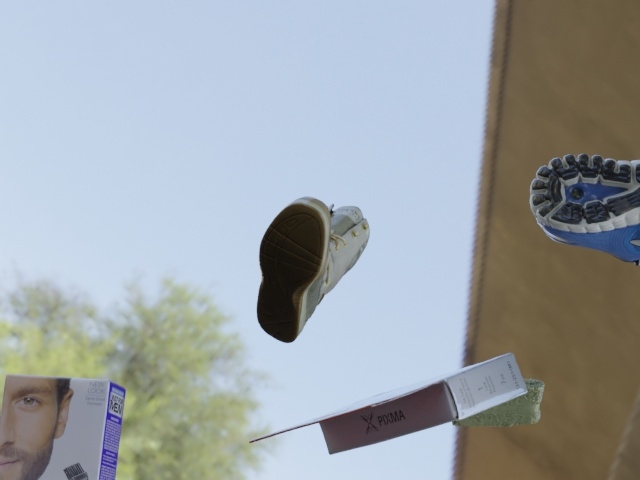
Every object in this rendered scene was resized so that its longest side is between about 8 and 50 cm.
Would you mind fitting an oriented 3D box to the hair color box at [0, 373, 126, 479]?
[{"bbox_3d":[-0.438,0.396,2.352,0.185,0.339,0.110,2,-15,9],"label":"hair color box"}]

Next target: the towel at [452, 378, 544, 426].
[{"bbox_3d":[0.284,0.260,2.303,0.148,0.027,0.110,-2,-44,-1],"label":"towel"}]

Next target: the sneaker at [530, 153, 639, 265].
[{"bbox_3d":[0.437,-0.045,1.845,0.330,0.130,0.147,1,-21,9],"label":"sneaker"}]

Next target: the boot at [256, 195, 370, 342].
[{"bbox_3d":[0.000,0.000,1.663,0.077,0.165,0.213,28,-44,16],"label":"boot"}]

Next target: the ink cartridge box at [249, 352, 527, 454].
[{"bbox_3d":[0.082,0.221,1.786,0.275,0.239,0.060,-26,-97,52],"label":"ink cartridge box"}]
